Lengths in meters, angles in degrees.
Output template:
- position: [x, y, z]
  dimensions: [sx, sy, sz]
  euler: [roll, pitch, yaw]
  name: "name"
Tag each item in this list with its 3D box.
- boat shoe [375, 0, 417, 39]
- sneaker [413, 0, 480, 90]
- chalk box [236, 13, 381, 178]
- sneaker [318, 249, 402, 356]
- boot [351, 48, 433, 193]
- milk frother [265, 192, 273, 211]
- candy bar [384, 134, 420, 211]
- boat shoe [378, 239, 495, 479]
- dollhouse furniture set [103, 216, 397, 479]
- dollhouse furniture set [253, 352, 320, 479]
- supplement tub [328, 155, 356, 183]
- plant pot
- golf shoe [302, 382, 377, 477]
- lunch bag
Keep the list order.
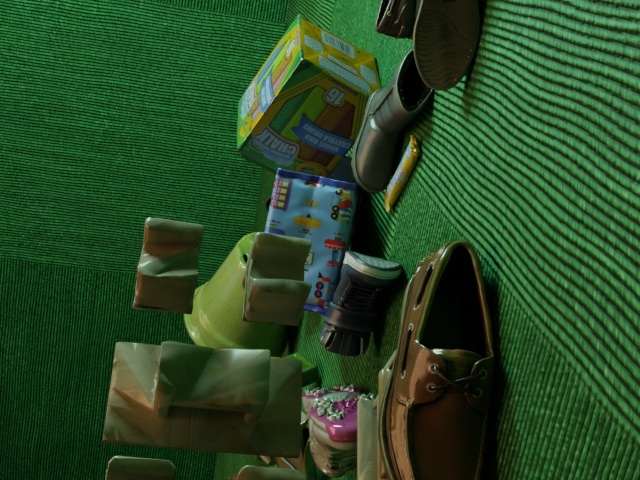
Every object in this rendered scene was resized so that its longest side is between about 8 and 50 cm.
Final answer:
- position: [0.129, -0.419, 1.497]
  dimensions: [0.073, 0.073, 0.207]
  euler: [135, 142, -76]
  name: "boat shoe"
- position: [0.168, -0.307, 1.237]
  dimensions: [0.118, 0.083, 0.222]
  euler: [-44, -43, -76]
  name: "sneaker"
- position: [-0.041, -0.227, 1.757]
  dimensions: [0.289, 0.180, 0.179]
  euler: [-52, 25, 31]
  name: "chalk box"
- position: [0.058, 0.100, 1.443]
  dimensions: [0.226, 0.086, 0.163]
  euler: [158, 128, -88]
  name: "sneaker"
- position: [0.113, -0.176, 1.451]
  dimensions: [0.208, 0.076, 0.189]
  euler: [166, 109, -72]
  name: "boot"
- position: [-0.030, -0.031, 1.876]
  dimensions: [0.134, 0.143, 0.129]
  euler: [-103, 5, -63]
  name: "milk frother"
- position: [0.124, -0.102, 1.451]
  dimensions: [0.161, 0.018, 0.040]
  euler: [112, 162, -57]
  name: "candy bar"
- position: [0.126, 0.143, 0.997]
  dimensions: [0.104, 0.111, 0.307]
  euler: [111, 162, -58]
  name: "boat shoe"
- position: [-0.052, 0.212, 1.133]
  dimensions: [0.256, 0.394, 0.362]
  euler: [112, 162, -56]
  name: "dollhouse furniture set"
- position: [-0.030, 0.373, 1.855]
  dimensions: [0.301, 0.151, 0.197]
  euler: [24, 129, 62]
  name: "dollhouse furniture set"
- position: [0.030, -0.134, 1.849]
  dimensions: [0.107, 0.071, 0.071]
  euler: [-146, 64, -79]
  name: "supplement tub"
- position: [-0.161, 0.126, 2.296]
  dimensions: [0.276, 0.276, 0.254]
  euler: [-93, 25, -46]
  name: "plant pot"
- position: [0.037, 0.300, 1.450]
  dimensions: [0.306, 0.115, 0.140]
  euler: [152, 114, -86]
  name: "golf shoe"
- position: [0.000, 0.000, 1.672]
  dimensions: [0.293, 0.138, 0.221]
  euler: [-6, -73, -78]
  name: "lunch bag"
